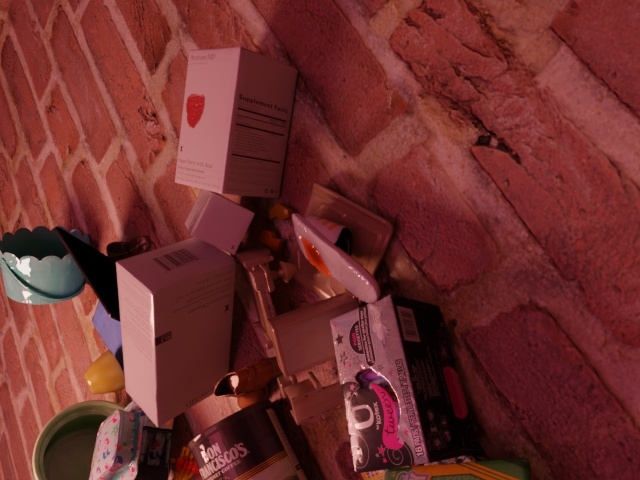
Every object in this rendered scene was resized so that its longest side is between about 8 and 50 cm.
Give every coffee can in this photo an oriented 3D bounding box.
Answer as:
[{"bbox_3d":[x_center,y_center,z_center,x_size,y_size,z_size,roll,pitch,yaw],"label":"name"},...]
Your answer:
[{"bbox_3d":[-0.137,0.518,0.995,0.201,0.201,0.275,-45,66,30],"label":"coffee can"}]

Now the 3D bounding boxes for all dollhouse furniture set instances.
[{"bbox_3d":[-0.054,0.158,1.012,0.355,0.174,0.303,-150,46,-67],"label":"dollhouse furniture set"}]

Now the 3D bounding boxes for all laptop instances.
[{"bbox_3d":[-0.655,0.232,1.380,0.236,0.408,0.382,-44,61,-7],"label":"laptop"}]

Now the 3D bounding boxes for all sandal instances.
[{"bbox_3d":[-0.594,0.028,1.441,0.180,0.049,0.072,-16,87,23],"label":"sandal"},{"bbox_3d":[0.040,0.024,0.870,0.265,0.076,0.102,39,150,41],"label":"sandal"}]

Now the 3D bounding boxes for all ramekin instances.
[{"bbox_3d":[-0.692,0.652,1.380,0.303,0.303,0.148,54,129,24],"label":"ramekin"}]

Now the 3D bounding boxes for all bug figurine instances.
[{"bbox_3d":[-0.339,0.698,1.199,0.216,0.072,0.279,6,66,26],"label":"bug figurine"}]

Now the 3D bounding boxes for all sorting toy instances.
[{"bbox_3d":[0.000,0.000,0.981,0.307,0.041,0.229,32,115,33],"label":"sorting toy"}]

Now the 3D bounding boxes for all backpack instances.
[{"bbox_3d":[-0.507,0.559,1.273,0.225,0.191,0.253,-43,31,29],"label":"backpack"}]

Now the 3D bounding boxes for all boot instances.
[{"bbox_3d":[-0.179,0.336,1.053,0.073,0.152,0.197,48,118,26],"label":"boot"}]

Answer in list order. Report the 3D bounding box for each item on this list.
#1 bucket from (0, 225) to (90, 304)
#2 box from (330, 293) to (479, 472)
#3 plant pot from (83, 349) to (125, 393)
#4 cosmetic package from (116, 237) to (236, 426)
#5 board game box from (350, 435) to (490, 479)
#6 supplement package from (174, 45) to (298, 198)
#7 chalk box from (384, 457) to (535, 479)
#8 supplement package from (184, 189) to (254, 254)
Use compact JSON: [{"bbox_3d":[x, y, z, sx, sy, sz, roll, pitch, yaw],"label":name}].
[{"bbox_3d":[-0.929,0.081,1.566,0.281,0.281,0.183,26,116,35],"label":"bucket"},{"bbox_3d":[0.130,0.236,0.767,0.142,0.163,0.247,-30,58,35],"label":"box"},{"bbox_3d":[-0.683,0.428,1.456,0.134,0.095,0.134,31,134,38],"label":"plant pot"},{"bbox_3d":[-0.331,0.209,1.077,0.156,0.217,0.385,28,125,34],"label":"cosmetic package"},{"bbox_3d":[0.184,0.416,0.840,0.243,0.042,0.165,-40,68,32],"label":"board game box"},{"bbox_3d":[-0.190,-0.255,1.031,0.177,0.175,0.293,15,100,38],"label":"supplement package"},{"bbox_3d":[0.189,0.459,0.679,0.289,0.180,0.179,-18,115,23],"label":"chalk box"},{"bbox_3d":[-0.235,-0.049,1.057,0.105,0.105,0.179,-63,24,0],"label":"supplement package"}]
